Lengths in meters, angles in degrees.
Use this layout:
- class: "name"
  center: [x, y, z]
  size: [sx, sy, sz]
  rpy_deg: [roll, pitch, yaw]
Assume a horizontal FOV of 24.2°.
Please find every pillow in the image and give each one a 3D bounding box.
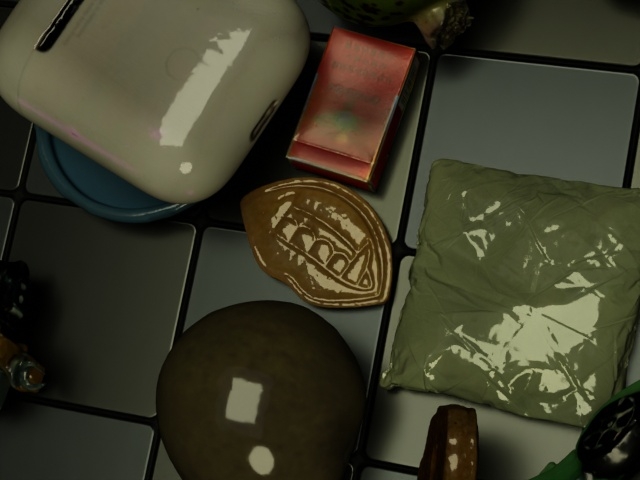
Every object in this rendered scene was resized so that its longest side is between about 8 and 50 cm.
- class: "pillow"
  center: [0.224, 0.057, 1.677]
  size: [0.274, 0.076, 0.280]
  rpy_deg: [11, 80, 18]

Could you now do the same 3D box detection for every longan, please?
- class: "longan"
  center: [-0.061, 0.190, 1.650]
  size: [0.248, 0.248, 0.248]
  rpy_deg: [-3, 77, 14]

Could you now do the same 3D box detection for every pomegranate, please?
- class: "pomegranate"
  center: [0.097, -0.351, 1.725]
  size: [0.254, 0.254, 0.270]
  rpy_deg: [-31, 91, 6]

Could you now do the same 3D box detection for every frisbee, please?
- class: "frisbee"
  center: [-0.214, -0.156, 1.852]
  size: [0.289, 0.049, 0.289]
  rpy_deg: [-4, 74, 14]

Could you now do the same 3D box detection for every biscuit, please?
- class: "biscuit"
  center: [0.000, 0.000, 1.773]
  size: [0.221, 0.029, 0.142]
  rpy_deg: [38, 89, 19]
- class: "biscuit"
  center: [0.129, 0.302, 1.553]
  size: [0.049, 0.273, 0.257]
  rpy_deg: [7, 69, -3]

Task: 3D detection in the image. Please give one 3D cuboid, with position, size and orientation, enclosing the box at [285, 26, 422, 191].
- class: "box"
  center: [0.041, -0.157, 1.786]
  size: [0.112, 0.048, 0.175]
  rpy_deg: [19, 83, 16]

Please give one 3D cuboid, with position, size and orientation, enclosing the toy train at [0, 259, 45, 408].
- class: "toy train"
  center: [-0.513, 0.087, 1.822]
  size: [0.429, 0.178, 0.249]
  rpy_deg: [9, 69, 17]

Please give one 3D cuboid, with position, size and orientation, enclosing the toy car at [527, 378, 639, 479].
- class: "toy car"
  center: [0.328, 0.271, 1.548]
  size: [0.213, 0.176, 0.359]
  rpy_deg: [42, 108, -10]

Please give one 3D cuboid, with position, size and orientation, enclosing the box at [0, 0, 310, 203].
- class: "box"
  center: [-0.204, -0.223, 1.765]
  size: [0.349, 0.141, 0.288]
  rpy_deg: [32, 87, 20]
